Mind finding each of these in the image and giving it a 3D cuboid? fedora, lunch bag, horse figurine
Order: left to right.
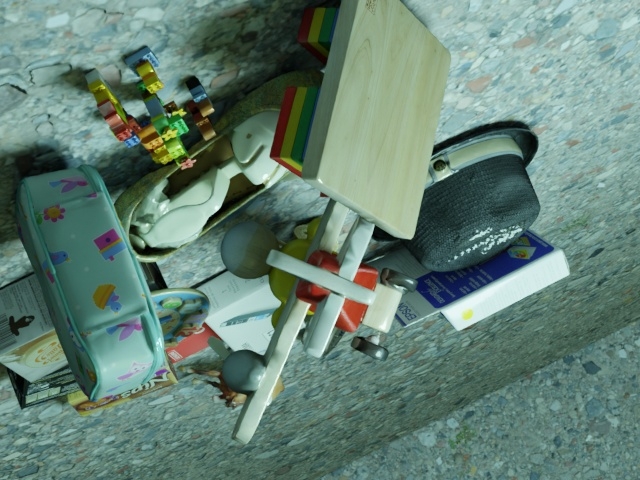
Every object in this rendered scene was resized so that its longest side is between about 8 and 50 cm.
[{"bbox_3d":[-0.286,0.051,1.403,0.108,0.279,0.224,-19,168,-18],"label":"lunch bag"},{"bbox_3d":[-0.151,0.282,2.235,0.175,0.066,0.263,9,179,35],"label":"horse figurine"},{"bbox_3d":[0.252,-0.049,1.953,0.334,0.152,0.334,-23,158,-10],"label":"fedora"}]

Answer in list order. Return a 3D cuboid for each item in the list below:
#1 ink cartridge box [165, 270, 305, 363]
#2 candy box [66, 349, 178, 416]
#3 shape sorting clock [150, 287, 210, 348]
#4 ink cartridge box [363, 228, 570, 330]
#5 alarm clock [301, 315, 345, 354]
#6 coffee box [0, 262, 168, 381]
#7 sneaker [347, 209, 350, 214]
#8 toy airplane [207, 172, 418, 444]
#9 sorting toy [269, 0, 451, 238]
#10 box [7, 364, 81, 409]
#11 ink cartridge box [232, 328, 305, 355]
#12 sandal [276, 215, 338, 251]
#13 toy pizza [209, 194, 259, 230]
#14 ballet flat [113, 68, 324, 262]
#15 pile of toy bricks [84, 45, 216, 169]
[{"bbox_3d":[-0.177,0.151,2.024,0.261,0.066,0.296,-28,158,0],"label":"ink cartridge box"},{"bbox_3d":[-0.356,0.251,2.042,0.187,0.053,0.109,-18,158,-5],"label":"candy box"},{"bbox_3d":[-0.255,0.128,1.648,0.206,0.040,0.206,-24,159,-10],"label":"shape sorting clock"},{"bbox_3d":[0.246,0.059,2.059,0.307,0.072,0.303,-27,-157,-6],"label":"ink cartridge box"},{"bbox_3d":[0.013,0.163,2.182,0.192,0.064,0.129,-28,147,-61],"label":"alarm clock"},{"bbox_3d":[-0.351,0.096,1.658,0.247,0.098,0.141,-26,159,-3],"label":"coffee box"},{"bbox_3d":[0.060,-0.082,1.825,0.044,0.040,0.109,-30,169,-41],"label":"sneaker"},{"bbox_3d":[-0.027,0.050,1.623,0.386,0.273,0.384,-52,160,-46],"label":"toy airplane"},{"bbox_3d":[0.049,-0.160,1.402,0.089,0.257,0.255,6,168,31],"label":"sorting toy"},{"bbox_3d":[-0.401,0.183,1.823,0.180,0.077,0.147,-16,156,-24],"label":"box"},{"bbox_3d":[-0.101,0.198,2.232,0.122,0.052,0.089,-39,154,25],"label":"ink cartridge box"},{"bbox_3d":[-0.005,-0.003,1.894,0.079,0.088,0.240,-62,152,-1],"label":"sandal"},{"bbox_3d":[-0.171,-0.066,1.595,0.201,0.032,0.201,-22,158,-10],"label":"toy pizza"},{"bbox_3d":[-0.119,-0.085,1.446,0.349,0.123,0.123,-34,157,7],"label":"ballet flat"},{"bbox_3d":[-0.181,-0.132,1.337,0.118,0.105,0.212,-28,158,2],"label":"pile of toy bricks"}]
